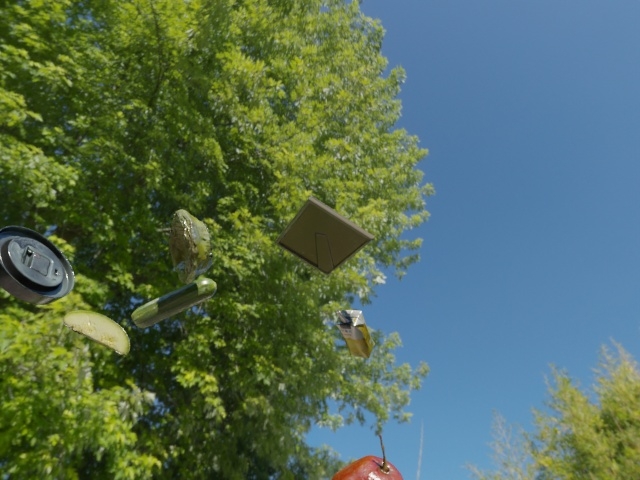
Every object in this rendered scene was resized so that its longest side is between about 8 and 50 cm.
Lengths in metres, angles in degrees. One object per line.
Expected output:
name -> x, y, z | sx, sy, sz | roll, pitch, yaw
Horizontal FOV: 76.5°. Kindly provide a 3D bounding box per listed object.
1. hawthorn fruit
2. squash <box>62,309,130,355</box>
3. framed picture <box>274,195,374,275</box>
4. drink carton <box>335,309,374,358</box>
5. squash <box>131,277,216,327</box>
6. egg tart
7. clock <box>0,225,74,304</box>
hawthorn fruit -> 0.116, 0.530, 0.867 | 0.163, 0.162, 0.203 | 34, -85, -22
squash -> -0.801, 0.324, 1.483 | 0.252, 0.093, 0.169 | 3, -37, 38
framed picture -> 0.000, 0.000, 1.208 | 0.211, 0.020, 0.289 | 32, -35, -8
drink carton -> 0.094, 0.256, 1.187 | 0.084, 0.074, 0.199 | 0, -53, 33
squash -> -0.389, 0.166, 1.096 | 0.229, 0.066, 0.066 | -26, -51, -21
egg tart -> -0.327, 0.011, 1.029 | 0.078, 0.197, 0.197 | -8, -46, -34
clock -> -0.717, 0.063, 1.008 | 0.042, 0.215, 0.215 | -34, -59, 3
